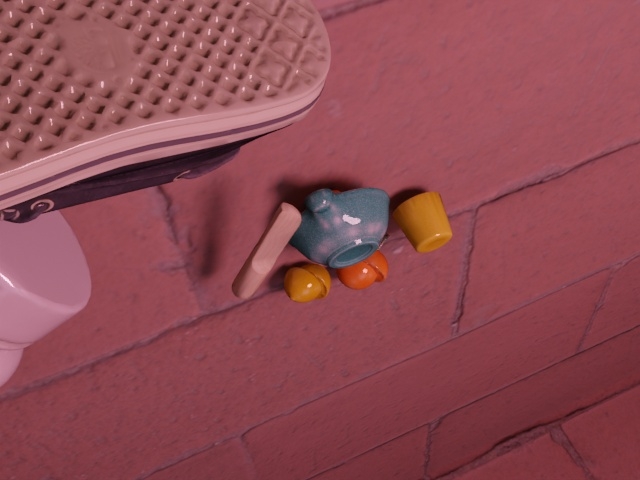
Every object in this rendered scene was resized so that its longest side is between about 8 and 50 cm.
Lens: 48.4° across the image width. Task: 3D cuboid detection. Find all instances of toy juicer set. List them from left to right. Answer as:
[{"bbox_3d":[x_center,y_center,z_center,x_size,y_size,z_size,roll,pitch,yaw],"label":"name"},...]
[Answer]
[{"bbox_3d":[0.000,0.000,0.884,0.329,0.089,0.209,2,148,-48],"label":"toy juicer set"}]

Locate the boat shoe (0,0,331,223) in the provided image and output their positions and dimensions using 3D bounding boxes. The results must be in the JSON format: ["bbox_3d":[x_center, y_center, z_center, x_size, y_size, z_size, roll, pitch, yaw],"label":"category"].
[{"bbox_3d":[-0.228,-0.089,0.470,0.500,0.186,0.156,-15,171,-32],"label":"boat shoe"}]

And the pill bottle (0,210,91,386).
[{"bbox_3d":[-0.393,0.085,0.606,0.361,0.204,0.204,-33,145,5],"label":"pill bottle"}]
